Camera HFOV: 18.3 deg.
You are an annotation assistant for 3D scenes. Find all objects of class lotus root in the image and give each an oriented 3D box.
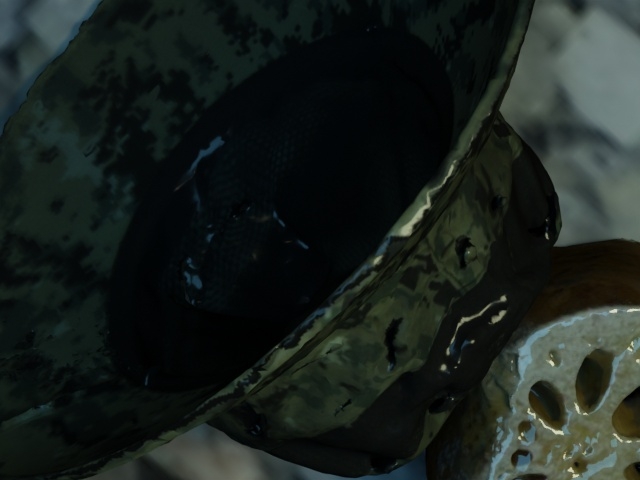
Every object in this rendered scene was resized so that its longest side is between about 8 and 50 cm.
[{"bbox_3d":[0.097,0.062,0.677,0.112,0.081,0.122,14,96,-3],"label":"lotus root"}]

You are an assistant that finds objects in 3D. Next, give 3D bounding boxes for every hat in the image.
[{"bbox_3d":[0.000,0.000,0.629,0.128,0.265,0.265,38,98,-27],"label":"hat"}]
